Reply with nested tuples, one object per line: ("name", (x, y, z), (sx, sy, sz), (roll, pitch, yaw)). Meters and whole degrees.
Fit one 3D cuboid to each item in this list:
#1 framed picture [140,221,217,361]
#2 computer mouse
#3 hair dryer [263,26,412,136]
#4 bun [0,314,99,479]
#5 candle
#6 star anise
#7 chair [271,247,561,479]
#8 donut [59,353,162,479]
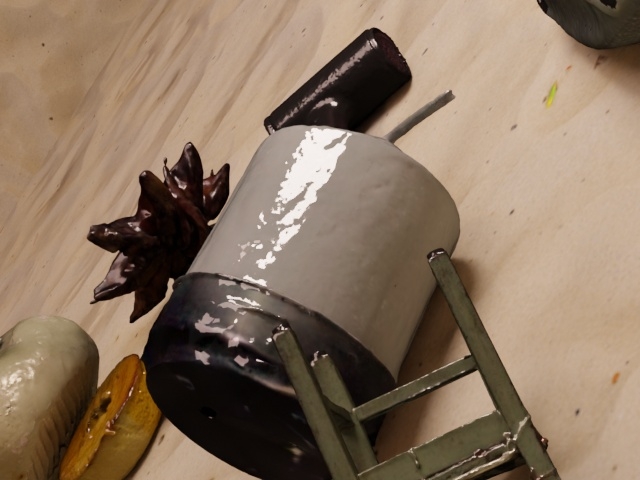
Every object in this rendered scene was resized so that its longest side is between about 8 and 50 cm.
("framed picture", (-0.110, 0.052, 1.390), (0.347, 0.016, 0.265), (-20, 39, 52))
("computer mouse", (0.290, -0.267, 0.976), (0.203, 0.114, 0.374), (-47, 16, 19))
("hair dryer", (0.021, -0.133, 1.318), (0.197, 0.089, 0.251), (-38, 27, 25))
("bun", (-0.395, 0.228, 1.407), (0.273, 0.168, 0.273), (18, -90, -88))
("candle", (0.000, 0.030, 0.973), (0.221, 0.221, 0.342), (-18, 38, 53))
("star anise", (-0.184, 0.001, 1.389), (0.102, 0.272, 0.272), (30, 82, 25))
("chair", (0.089, 0.161, 0.718), (0.136, 0.147, 0.270), (-27, 71, 4))
("donut", (-0.256, 0.234, 1.349), (0.162, 0.065, 0.178), (-26, 36, 55))
